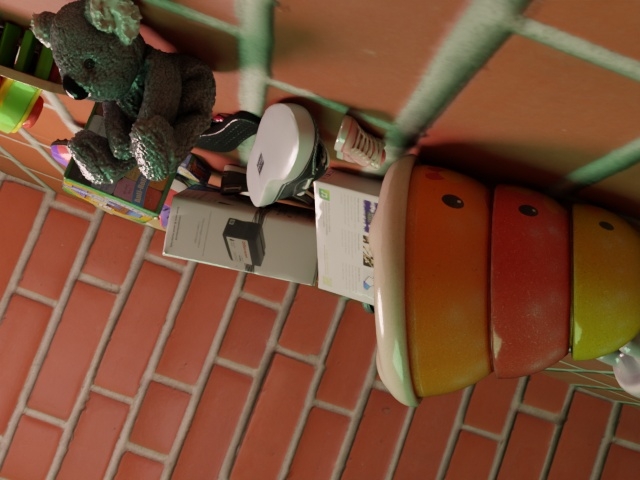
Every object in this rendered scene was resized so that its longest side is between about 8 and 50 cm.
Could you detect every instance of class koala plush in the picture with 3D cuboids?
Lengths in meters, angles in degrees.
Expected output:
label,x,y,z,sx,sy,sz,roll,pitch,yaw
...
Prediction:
label,x,y,z,sx,sy,sz,roll,pitch,yaw
koala plush,-0.256,-0.214,1.085,0.196,0.203,0.221,-2,137,45

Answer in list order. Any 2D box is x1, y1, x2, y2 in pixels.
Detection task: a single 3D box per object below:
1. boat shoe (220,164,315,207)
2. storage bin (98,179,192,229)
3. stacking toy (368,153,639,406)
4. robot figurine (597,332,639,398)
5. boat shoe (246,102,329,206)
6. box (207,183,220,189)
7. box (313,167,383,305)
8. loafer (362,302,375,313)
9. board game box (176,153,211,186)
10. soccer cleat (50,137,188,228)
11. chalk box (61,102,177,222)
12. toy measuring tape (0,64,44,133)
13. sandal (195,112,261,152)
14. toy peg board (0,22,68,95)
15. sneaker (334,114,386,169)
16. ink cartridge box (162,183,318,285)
label,x,y,z,sx,sy,sz,roll,pitch,yaw
boat shoe,-0.108,-0.095,1.715,0.206,0.065,0.075,17,171,19
storage bin,-0.454,-0.114,2.196,0.262,0.123,0.260,17,171,17
stacking toy,0.320,0.051,1.157,0.479,0.351,0.350,-1,166,12
robot figurine,0.612,0.184,1.357,0.353,0.200,0.300,22,163,-9
boat shoe,-0.035,-0.126,1.283,0.102,0.108,0.301,-10,166,-17
box,-0.165,-0.057,2.097,0.232,0.059,0.183,19,172,12
box,0.142,0.020,1.446,0.322,0.058,0.232,17,129,26
loafer,0.116,0.042,1.757,0.084,0.096,0.268,4,133,24
board game box,-0.348,-0.178,1.842,0.201,0.035,0.136,18,171,15
soccer cleat,-0.453,-0.129,1.875,0.318,0.116,0.108,20,172,1
chalk box,-0.348,-0.150,1.545,0.179,0.180,0.289,23,172,-17
toy measuring tape,-0.551,-0.257,1.564,0.121,0.121,0.330,26,170,-32
sandal,-0.149,-0.182,1.389,0.067,0.040,0.179,19,159,-34
toy peg board,-0.459,-0.289,1.347,0.161,0.079,0.160,19,-174,3
sneaker,0.058,-0.132,1.170,0.070,0.051,0.134,18,174,5
ink cartridge box,-0.143,-0.016,1.767,0.307,0.129,0.223,12,-171,1
